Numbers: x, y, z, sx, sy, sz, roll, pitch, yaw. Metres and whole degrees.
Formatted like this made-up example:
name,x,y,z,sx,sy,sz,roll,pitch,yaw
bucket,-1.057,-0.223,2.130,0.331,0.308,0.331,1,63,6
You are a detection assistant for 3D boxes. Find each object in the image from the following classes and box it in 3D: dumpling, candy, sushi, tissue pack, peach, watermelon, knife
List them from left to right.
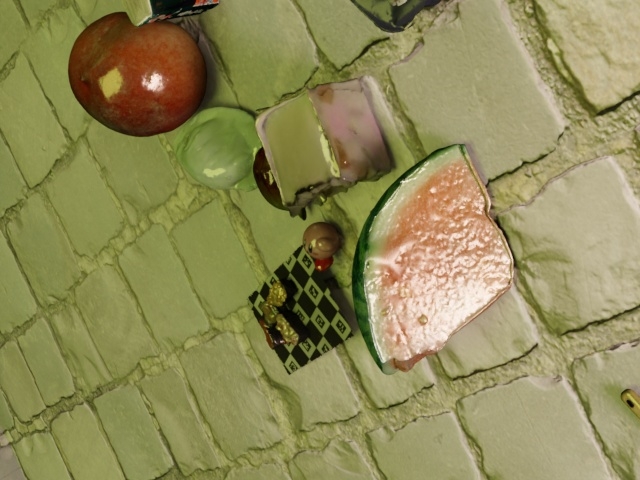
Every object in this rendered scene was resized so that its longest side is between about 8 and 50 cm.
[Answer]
name,x,y,z,sx,sy,sz,roll,pitch,yaw
peach,-0.348,-0.311,2.032,0.252,0.252,0.252,20,120,39
tissue pack,-0.274,-0.452,1.942,0.090,0.170,0.103,-10,100,46
dumpling,-0.179,-0.165,2.033,0.219,0.153,0.108,27,166,23
sushi,-0.063,0.146,2.047,0.193,0.043,0.279,61,145,7
candy,0.000,-0.162,1.810,0.184,0.137,0.195,-22,89,48
watermelon,0.131,0.054,1.713,0.319,0.222,0.292,-31,88,48
knife,0.539,0.335,1.559,0.298,0.017,0.047,48,136,15

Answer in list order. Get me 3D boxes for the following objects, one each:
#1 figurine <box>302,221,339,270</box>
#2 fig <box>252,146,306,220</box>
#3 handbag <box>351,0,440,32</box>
name,x,y,z,sx,sy,sz,roll,pitch,yaw
figurine,0.000,0.000,1.931,0.083,0.067,0.071,50,163,44
fig,-0.059,-0.103,1.934,0.103,0.109,0.155,-6,131,34
handbag,0.085,-0.496,1.524,0.329,0.122,0.303,39,135,-1
